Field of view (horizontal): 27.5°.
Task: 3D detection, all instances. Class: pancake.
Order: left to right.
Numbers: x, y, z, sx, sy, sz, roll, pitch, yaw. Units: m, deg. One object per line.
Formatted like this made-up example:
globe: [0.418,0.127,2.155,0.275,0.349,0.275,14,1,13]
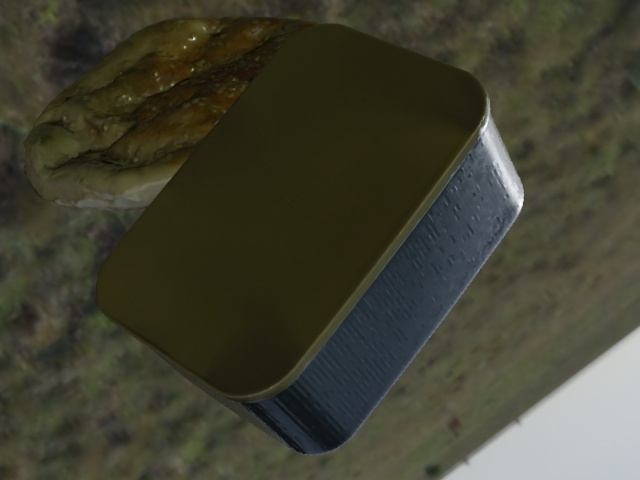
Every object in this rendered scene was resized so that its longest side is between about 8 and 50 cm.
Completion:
pancake: [-0.138,-0.147,1.389,0.387,0.387,0.082,-31,125,-26]

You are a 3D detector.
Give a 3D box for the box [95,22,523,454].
box: [0.000,0.000,0.676,0.201,0.144,0.090,-53,140,-14]
